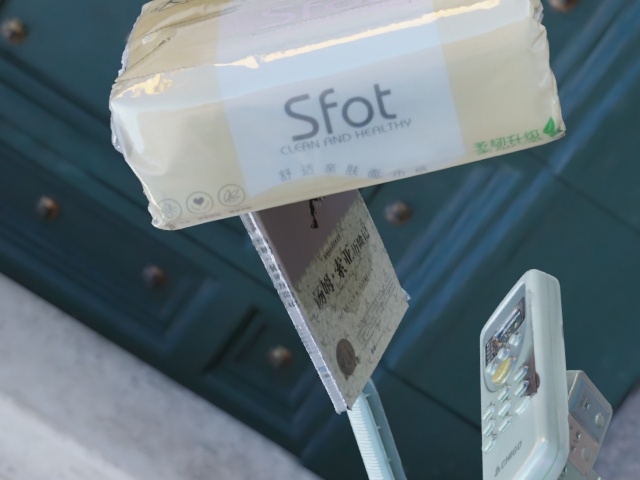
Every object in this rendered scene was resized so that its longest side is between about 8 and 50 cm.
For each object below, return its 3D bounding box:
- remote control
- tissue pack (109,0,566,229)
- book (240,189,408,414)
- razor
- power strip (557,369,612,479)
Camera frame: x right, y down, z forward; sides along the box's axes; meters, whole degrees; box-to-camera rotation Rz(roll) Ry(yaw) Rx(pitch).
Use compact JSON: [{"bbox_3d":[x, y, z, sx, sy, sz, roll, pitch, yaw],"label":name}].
[{"bbox_3d":[0.225,0.174,1.871,0.296,0.056,0.140,-84,19,-48],"label":"remote control"},{"bbox_3d":[0.007,-0.092,0.873,0.222,0.090,0.186,-11,24,6],"label":"tissue pack"},{"bbox_3d":[0.000,0.000,1.037,0.014,0.181,0.127,-13,23,30],"label":"book"},{"bbox_3d":[0.053,0.180,1.528,0.056,0.278,0.111,5,28,34],"label":"razor"},{"bbox_3d":[0.291,0.279,1.976,0.061,0.145,0.215,-8,43,45],"label":"power strip"}]
